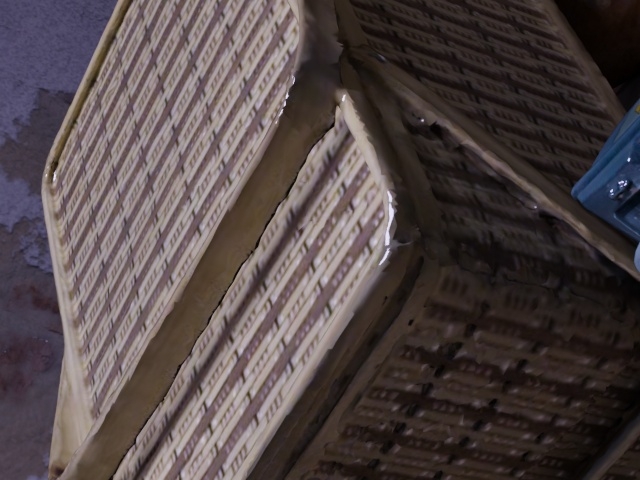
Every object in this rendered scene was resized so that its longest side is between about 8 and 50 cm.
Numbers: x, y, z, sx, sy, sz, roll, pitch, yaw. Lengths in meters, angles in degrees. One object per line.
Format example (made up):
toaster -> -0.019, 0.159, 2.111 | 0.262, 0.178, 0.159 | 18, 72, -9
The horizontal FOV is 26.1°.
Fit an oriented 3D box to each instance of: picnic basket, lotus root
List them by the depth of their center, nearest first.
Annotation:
picnic basket -> 0.000, 0.000, 0.573 | 0.228, 0.175, 0.312 | -57, 33, 31
lotus root -> 0.127, -0.139, 0.708 | 0.081, 0.112, 0.122 | -57, 13, 44

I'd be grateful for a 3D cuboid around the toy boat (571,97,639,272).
toy boat -> 0.165, -0.053, 0.365 | 0.246, 0.093, 0.103 | -51, 9, 49
